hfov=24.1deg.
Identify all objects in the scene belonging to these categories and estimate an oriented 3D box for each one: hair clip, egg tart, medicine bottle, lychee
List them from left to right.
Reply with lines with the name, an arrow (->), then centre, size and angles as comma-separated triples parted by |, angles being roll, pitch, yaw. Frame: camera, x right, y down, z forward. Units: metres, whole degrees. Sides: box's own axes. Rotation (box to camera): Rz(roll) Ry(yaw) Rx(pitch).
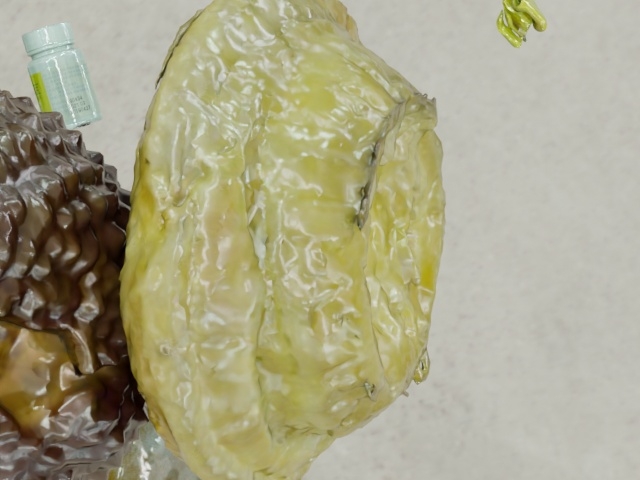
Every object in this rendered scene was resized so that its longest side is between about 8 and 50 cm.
lychee -> -0.222, 0.030, 0.776 | 0.267, 0.267, 0.267 | 12, 68, -31
medicine bottle -> -0.207, -0.128, 1.191 | 0.047, 0.047, 0.083 | -22, 97, -38
egg tart -> 0.000, 0.000, 0.806 | 0.290, 0.115, 0.290 | 5, 90, -68
hair clip -> 0.202, -0.282, 1.555 | 0.072, 0.046, 0.173 | 40, 37, -33

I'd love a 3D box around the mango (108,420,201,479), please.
mango -> -0.182, 0.283, 1.678 | 0.193, 0.146, 0.316 | 19, 58, 1
